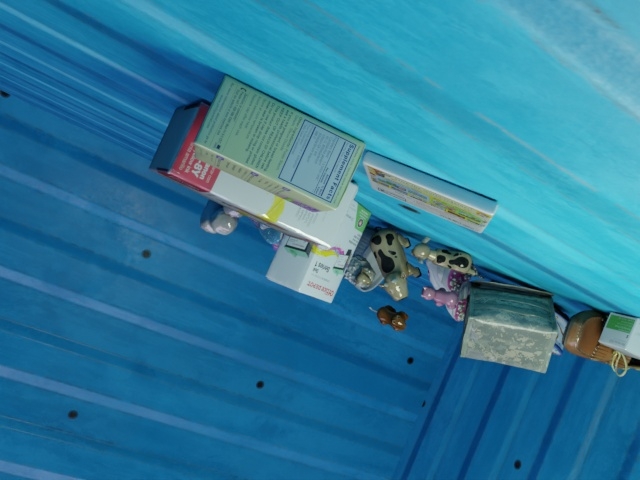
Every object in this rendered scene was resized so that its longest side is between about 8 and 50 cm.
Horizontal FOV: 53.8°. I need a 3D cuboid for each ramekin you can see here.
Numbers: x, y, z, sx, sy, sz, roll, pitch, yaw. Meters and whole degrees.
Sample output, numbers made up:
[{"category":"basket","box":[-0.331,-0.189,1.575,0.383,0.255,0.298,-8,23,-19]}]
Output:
[{"category":"ramekin","box":[0.152,0.057,2.106,0.109,0.207,0.207,32,-179,30]}]

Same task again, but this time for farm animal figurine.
[{"category":"farm animal figurine","box":[0.239,0.083,1.784,0.172,0.330,0.327,24,-154,-56]}]

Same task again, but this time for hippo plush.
[{"category":"hippo plush","box":[-0.243,-0.099,2.042,0.236,0.234,0.294,27,175,-34]}]

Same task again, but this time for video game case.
[{"category":"video game case","box":[0.188,-0.080,1.101,0.227,0.026,0.206,24,177,11]}]

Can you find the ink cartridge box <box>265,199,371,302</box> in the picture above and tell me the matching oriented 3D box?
[{"category":"ink cartridge box","box":[-0.001,0.009,1.667,0.117,0.278,0.201,22,177,30]}]

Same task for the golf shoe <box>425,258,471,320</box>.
[{"category":"golf shoe","box":[0.419,0.143,2.023,0.140,0.115,0.306,36,159,39]}]

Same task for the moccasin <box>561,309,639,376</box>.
[{"category":"moccasin","box":[0.786,0.283,1.695,0.380,0.139,0.147,25,178,-35]}]

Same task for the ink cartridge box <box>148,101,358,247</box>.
[{"category":"ink cartridge box","box":[-0.152,-0.138,1.388,0.385,0.160,0.279,25,177,-24]}]

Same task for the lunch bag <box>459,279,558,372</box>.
[{"category":"lunch bag","box":[0.524,0.209,1.768,0.235,0.169,0.287,10,-152,10]}]

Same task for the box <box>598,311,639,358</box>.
[{"category":"box","box":[0.771,0.239,1.561,0.102,0.087,0.101,24,176,-15]}]

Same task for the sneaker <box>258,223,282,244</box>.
[{"category":"sneaker","box":[-0.183,-0.095,2.249,0.087,0.228,0.092,-21,168,13]}]

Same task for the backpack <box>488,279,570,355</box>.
[{"category":"backpack","box":[0.660,0.274,2.030,0.276,0.213,0.263,28,167,-37]}]

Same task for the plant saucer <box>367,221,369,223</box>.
[{"category":"plant saucer","box":[0.057,-0.079,1.987,0.199,0.036,0.198,25,177,1]}]

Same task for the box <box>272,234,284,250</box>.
[{"category":"box","box":[0.000,0.000,2.250,0.293,0.201,0.057,22,144,28]}]

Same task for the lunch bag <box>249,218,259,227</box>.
[{"category":"lunch bag","box":[-0.273,-0.149,2.598,0.293,0.138,0.221,37,172,-34]}]

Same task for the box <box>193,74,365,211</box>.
[{"category":"box","box":[-0.077,-0.150,1.057,0.243,0.117,0.213,25,176,-10]}]
